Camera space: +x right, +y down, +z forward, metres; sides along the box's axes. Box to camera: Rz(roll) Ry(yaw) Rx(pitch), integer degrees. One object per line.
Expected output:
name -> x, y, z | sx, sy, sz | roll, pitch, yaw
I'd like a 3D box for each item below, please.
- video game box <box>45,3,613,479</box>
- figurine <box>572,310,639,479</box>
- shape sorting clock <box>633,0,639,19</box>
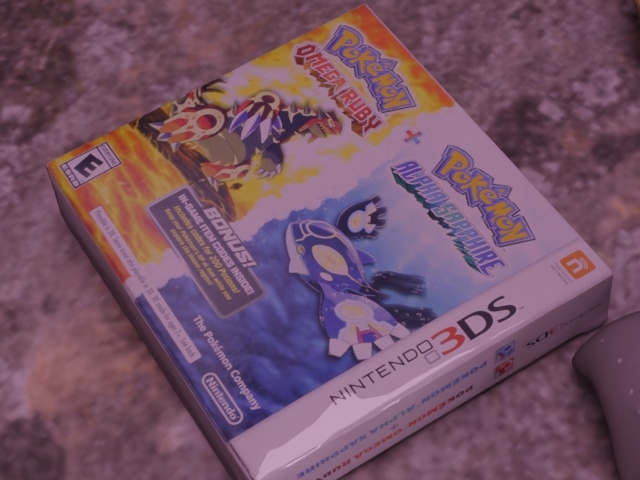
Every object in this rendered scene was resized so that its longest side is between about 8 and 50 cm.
video game box -> 0.000, 0.000, 0.635 | 0.187, 0.048, 0.205 | -28, 58, -17
figurine -> 0.181, 0.066, 0.491 | 0.092, 0.209, 0.215 | 2, 49, -28
shape sorting clock -> 0.261, -0.130, 0.704 | 0.206, 0.040, 0.206 | 4, 59, -6
